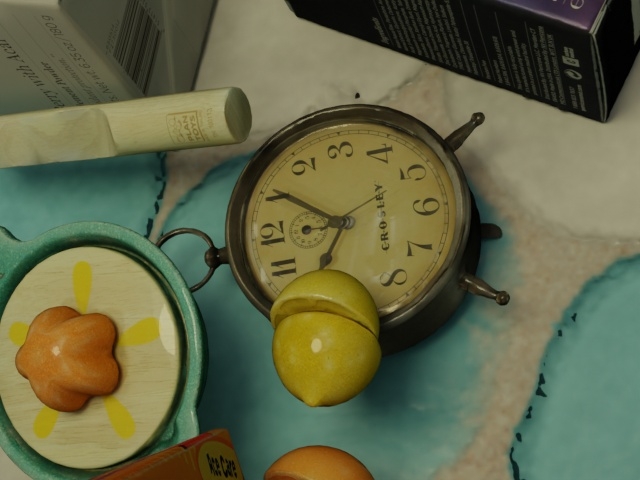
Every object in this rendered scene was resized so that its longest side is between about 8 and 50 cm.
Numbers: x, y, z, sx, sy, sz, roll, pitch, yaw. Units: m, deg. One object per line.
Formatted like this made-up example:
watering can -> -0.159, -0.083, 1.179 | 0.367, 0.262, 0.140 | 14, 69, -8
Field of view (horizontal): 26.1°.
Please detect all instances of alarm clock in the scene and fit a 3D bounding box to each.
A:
alarm clock -> 0.000, 0.000, 0.732 | 0.192, 0.064, 0.129 | -8, 68, 9

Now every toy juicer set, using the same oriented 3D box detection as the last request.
toy juicer set -> -0.082, 0.042, 0.672 | 0.209, 0.089, 0.329 | -26, 75, 22

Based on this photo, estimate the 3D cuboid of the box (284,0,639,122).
box -> 0.089, -0.179, 0.754 | 0.207, 0.108, 0.153 | 21, 77, 21

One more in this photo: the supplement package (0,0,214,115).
supplement package -> -0.224, -0.177, 0.796 | 0.293, 0.177, 0.175 | 7, 72, 18

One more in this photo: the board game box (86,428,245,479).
board game box -> -0.159, 0.304, 0.447 | 0.357, 0.356, 0.356 | -23, 85, 5
